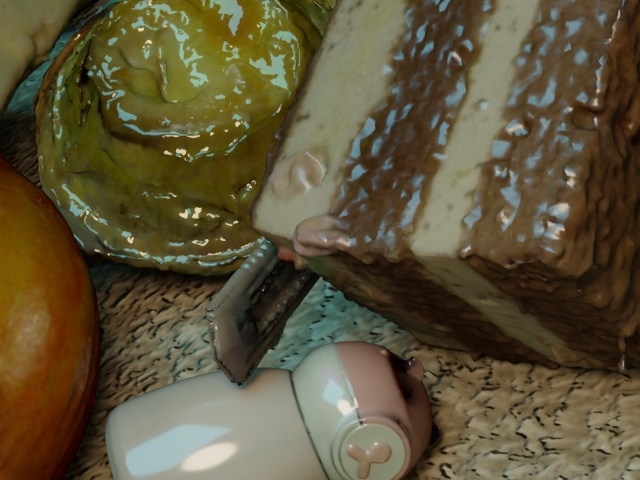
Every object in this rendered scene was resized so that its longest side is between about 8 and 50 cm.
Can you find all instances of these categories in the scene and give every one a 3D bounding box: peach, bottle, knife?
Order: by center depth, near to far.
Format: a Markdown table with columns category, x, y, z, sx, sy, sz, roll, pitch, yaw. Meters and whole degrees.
| category | x | y | z | sx | sy | sz | roll | pitch | yaw |
| --- | --- | --- | --- | --- | --- | --- | --- | --- | --- |
| bottle | -0.027 | 0.152 | 1.467 | 0.237 | 0.147 | 0.147 | -21 | 41 | 4 |
| knife | 0.005 | -0.002 | 1.536 | 0.043 | 0.089 | 0.365 | -21 | 17 | 34 |
| peach | -0.343 | 0.086 | 1.615 | 0.373 | 0.290 | 0.372 | -25 | 60 | 56 |

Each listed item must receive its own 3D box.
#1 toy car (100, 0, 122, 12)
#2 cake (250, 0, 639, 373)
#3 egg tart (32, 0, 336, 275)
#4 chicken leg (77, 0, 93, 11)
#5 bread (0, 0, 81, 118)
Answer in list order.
| category | x | y | z | sx | sy | sz | roll | pitch | yaw |
| --- | --- | --- | --- | --- | --- | --- | --- | --- | --- |
| toy car | -0.173 | -0.131 | 1.872 | 0.141 | 0.097 | 0.320 | -13 | 45 | 23 |
| cake | 0.143 | -0.065 | 1.424 | 0.290 | 0.256 | 0.282 | 10 | 73 | 38 |
| egg tart | -0.098 | -0.124 | 1.717 | 0.341 | 0.129 | 0.341 | -2 | 60 | 3 |
| chicken leg | -0.225 | -0.317 | 2.113 | 0.251 | 0.087 | 0.107 | -30 | 61 | -4 |
| bread | -0.455 | -0.186 | 1.821 | 0.371 | 0.390 | 0.279 | -35 | 33 | 56 |
